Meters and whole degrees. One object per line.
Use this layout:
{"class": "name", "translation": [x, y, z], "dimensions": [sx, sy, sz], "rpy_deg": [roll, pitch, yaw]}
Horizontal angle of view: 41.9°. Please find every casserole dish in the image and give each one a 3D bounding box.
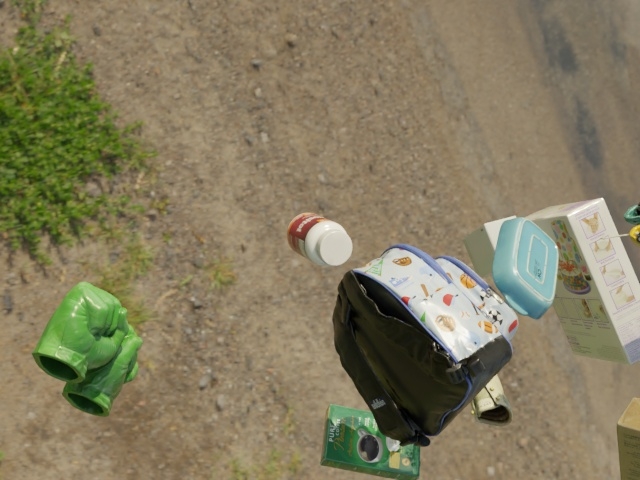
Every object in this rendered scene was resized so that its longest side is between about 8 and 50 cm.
{"class": "casserole dish", "translation": [0.321, 0.036, 1.285], "dimensions": [0.114, 0.037, 0.188], "rpy_deg": [39, 43, -14]}

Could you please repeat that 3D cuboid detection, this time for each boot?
{"class": "boot", "translation": [0.281, 0.248, 1.568], "dimensions": [0.213, 0.077, 0.165], "rpy_deg": [39, 27, -38]}

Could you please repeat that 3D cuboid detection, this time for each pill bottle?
{"class": "pill bottle", "translation": [0.000, 0.000, 1.567], "dimensions": [0.086, 0.152, 0.086], "rpy_deg": [-5, 103, -23]}

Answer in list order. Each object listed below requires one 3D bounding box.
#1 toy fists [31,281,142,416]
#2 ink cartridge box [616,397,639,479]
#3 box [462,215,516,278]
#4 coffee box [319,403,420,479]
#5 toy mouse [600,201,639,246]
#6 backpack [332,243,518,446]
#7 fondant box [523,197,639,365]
{"class": "toy fists", "translation": [-0.347, 0.167, 1.298], "dimensions": [0.279, 0.096, 0.142], "rpy_deg": [85, 19, -59]}
{"class": "ink cartridge box", "translation": [0.625, 0.382, 1.387], "dimensions": [0.088, 0.235, 0.193], "rpy_deg": [-39, 126, -41]}
{"class": "box", "translation": [0.378, 0.016, 1.793], "dimensions": [0.087, 0.102, 0.101], "rpy_deg": [-14, 77, -25]}
{"class": "coffee box", "translation": [0.095, 0.378, 1.561], "dimensions": [0.184, 0.040, 0.113], "rpy_deg": [12, 55, -8]}
{"class": "toy mouse", "translation": [0.528, -0.032, 1.278], "dimensions": [0.143, 0.161, 0.031], "rpy_deg": [-49, 126, -43]}
{"class": "backpack", "translation": [0.151, 0.136, 1.283], "dimensions": [0.263, 0.276, 0.213], "rpy_deg": [43, 53, 16]}
{"class": "fondant box", "translation": [0.562, 0.086, 1.760], "dimensions": [0.096, 0.238, 0.330], "rpy_deg": [-25, 93, -11]}
